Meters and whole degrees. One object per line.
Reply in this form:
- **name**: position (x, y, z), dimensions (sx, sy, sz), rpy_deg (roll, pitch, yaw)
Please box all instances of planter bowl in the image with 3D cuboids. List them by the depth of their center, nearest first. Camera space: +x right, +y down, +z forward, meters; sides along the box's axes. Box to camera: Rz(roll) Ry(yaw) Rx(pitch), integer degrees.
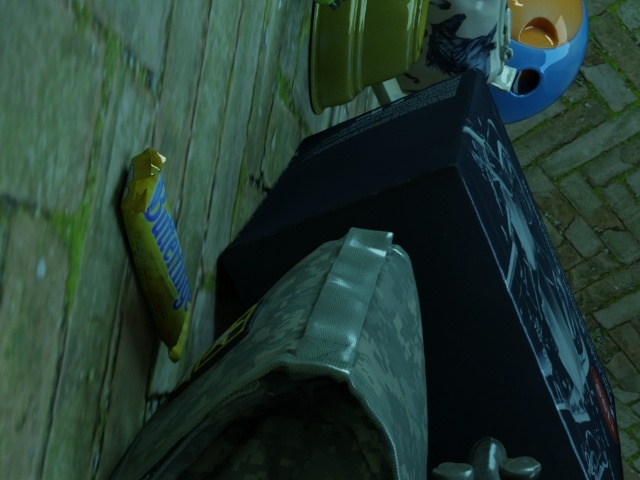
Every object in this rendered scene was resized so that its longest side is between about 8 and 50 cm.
- **planter bowl**: position (0.054, -0.219, 1.153), dimensions (0.217, 0.090, 0.217), rpy_deg (8, 90, -83)

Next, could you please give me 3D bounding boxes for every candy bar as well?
- **candy bar**: position (-0.082, 0.011, 0.639), dimensions (0.161, 0.018, 0.040), rpy_deg (88, 12, -58)

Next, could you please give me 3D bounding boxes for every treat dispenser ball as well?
- **treat dispenser ball**: position (0.266, -0.321, 1.907), dimensions (0.288, 0.288, 0.288), rpy_deg (9, 90, -83)

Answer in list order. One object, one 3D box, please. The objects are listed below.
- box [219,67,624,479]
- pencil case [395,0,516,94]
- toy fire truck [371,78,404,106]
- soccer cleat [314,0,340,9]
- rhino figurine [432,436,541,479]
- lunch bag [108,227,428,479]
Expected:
- **box**: position (0.102, 0.079, 0.977), dimensions (0.343, 0.178, 0.312), rpy_deg (65, 18, -14)
- **pencil case**: position (0.157, -0.355, 1.437), dimensions (0.410, 0.183, 0.160), rpy_deg (89, 13, -49)
- **toy fire truck**: position (0.073, -0.097, 1.337), dimensions (0.217, 0.158, 0.246), rpy_deg (-49, 157, -76)
- **soccer cleat**: position (0.038, -0.302, 1.026), dimensions (0.093, 0.121, 0.289), rpy_deg (-22, -149, 46)
- **rhino figurine**: position (0.095, 0.181, 0.717), dimensions (0.243, 0.073, 0.106), rpy_deg (-63, 155, -78)
- **lunch bag**: position (-0.022, 0.146, 0.683), dimensions (0.235, 0.168, 0.287), rpy_deg (-57, 159, -73)
